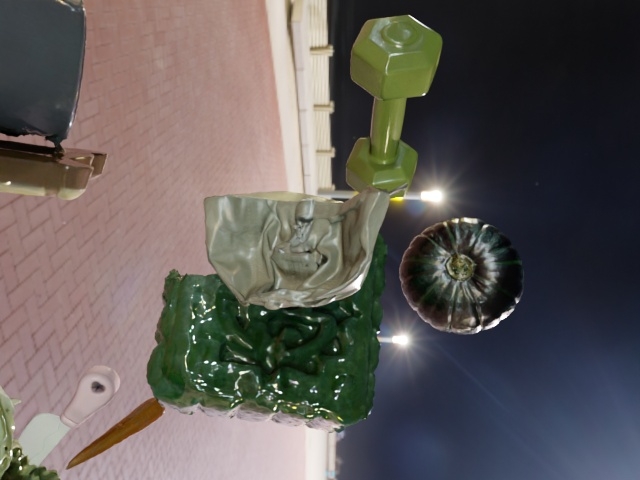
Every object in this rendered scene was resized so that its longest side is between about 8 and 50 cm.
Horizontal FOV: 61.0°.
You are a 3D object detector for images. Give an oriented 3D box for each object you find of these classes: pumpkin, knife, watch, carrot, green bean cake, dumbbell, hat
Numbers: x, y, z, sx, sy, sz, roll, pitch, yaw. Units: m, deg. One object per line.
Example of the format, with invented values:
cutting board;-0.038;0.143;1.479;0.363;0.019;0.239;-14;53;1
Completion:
pumpkin;0.234;0.057;0.906;0.140;0.202;0.202;47;44;-72
knife;-0.505;0.355;1.029;0.336;0.081;0.043;-45;-165;11
watch;-0.479;-0.255;0.875;0.335;0.314;0.327;26;-72;56
carrot;-0.383;0.366;1.034;0.216;0.048;0.048;-29;128;-48
green bean cake;-0.069;0.101;0.775;0.169;0.308;0.300;116;-18;-64
dumbbell;0.100;-0.181;0.807;0.302;0.108;0.121;89;21;-59
hat;0.000;0.000;0.627;0.245;0.214;0.149;8;82;-63

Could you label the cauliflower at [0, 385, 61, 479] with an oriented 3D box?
cauliflower;-0.349;0.267;0.451;0.281;0.327;0.260;-31;-118;48
